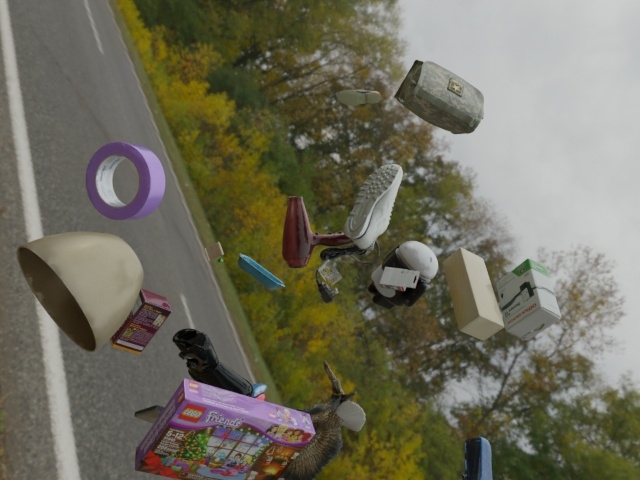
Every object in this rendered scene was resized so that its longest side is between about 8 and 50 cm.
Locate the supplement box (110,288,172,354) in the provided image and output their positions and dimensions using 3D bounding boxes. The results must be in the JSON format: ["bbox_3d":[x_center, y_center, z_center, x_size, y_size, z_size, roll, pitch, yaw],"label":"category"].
[{"bbox_3d":[-0.578,0.259,1.725,0.104,0.188,0.081,32,10,-41],"label":"supplement box"}]

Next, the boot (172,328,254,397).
[{"bbox_3d":[-0.320,0.374,1.599,0.247,0.094,0.207,22,-37,25],"label":"boot"}]

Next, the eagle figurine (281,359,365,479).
[{"bbox_3d":[-0.030,0.547,1.593,0.226,0.298,0.225,42,-33,27],"label":"eagle figurine"}]

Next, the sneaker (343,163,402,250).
[{"bbox_3d":[0.148,-0.088,1.391,0.095,0.235,0.090,37,-10,-37],"label":"sneaker"}]

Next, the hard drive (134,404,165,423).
[{"bbox_3d":[-0.581,0.617,1.912,0.094,0.135,0.022,37,42,-34],"label":"hard drive"}]

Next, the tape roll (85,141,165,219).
[{"bbox_3d":[-0.695,-0.210,1.921,0.274,0.275,0.090,64,18,4],"label":"tape roll"}]

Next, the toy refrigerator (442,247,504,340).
[{"bbox_3d":[0.455,0.160,1.632,0.102,0.094,0.269,24,40,-23],"label":"toy refrigerator"}]

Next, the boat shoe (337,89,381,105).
[{"bbox_3d":[0.121,-0.447,1.679,0.043,0.137,0.049,-81,171,-64],"label":"boat shoe"}]

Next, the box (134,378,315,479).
[{"bbox_3d":[-0.185,0.398,1.070,0.293,0.200,0.057,26,19,-28],"label":"box"}]

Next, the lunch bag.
[{"bbox_3d":[0.382,-0.451,1.717,0.235,0.168,0.287,27,18,-10],"label":"lunch bag"}]

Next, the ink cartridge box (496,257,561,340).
[{"bbox_3d":[0.647,0.185,1.691,0.087,0.153,0.208,27,40,-17],"label":"ink cartridge box"}]

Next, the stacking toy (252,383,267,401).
[{"bbox_3d":[-0.272,0.711,2.057,0.175,0.166,0.301,2,75,-69],"label":"stacking toy"}]

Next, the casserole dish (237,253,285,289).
[{"bbox_3d":[-0.202,0.110,1.786,0.188,0.037,0.114,36,1,9],"label":"casserole dish"}]

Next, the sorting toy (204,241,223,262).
[{"bbox_3d":[-0.390,0.053,2.001,0.012,0.062,0.083,66,0,-66],"label":"sorting toy"}]

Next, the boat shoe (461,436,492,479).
[{"bbox_3d":[0.509,0.783,1.770,0.109,0.089,0.258,42,49,-30],"label":"boat shoe"}]

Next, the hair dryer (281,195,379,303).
[{"bbox_3d":[0.000,0.000,1.452,0.293,0.223,0.080,50,-13,-18],"label":"hair dryer"}]

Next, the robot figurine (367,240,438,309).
[{"bbox_3d":[0.302,0.129,1.972,0.209,0.278,0.174,47,23,14],"label":"robot figurine"}]

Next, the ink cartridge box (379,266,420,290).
[{"bbox_3d":[0.242,0.119,1.632,0.115,0.062,0.029,6,-32,29],"label":"ink cartridge box"}]

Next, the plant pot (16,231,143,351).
[{"bbox_3d":[-0.532,0.090,1.263,0.284,0.191,0.284,27,-44,29],"label":"plant pot"}]
